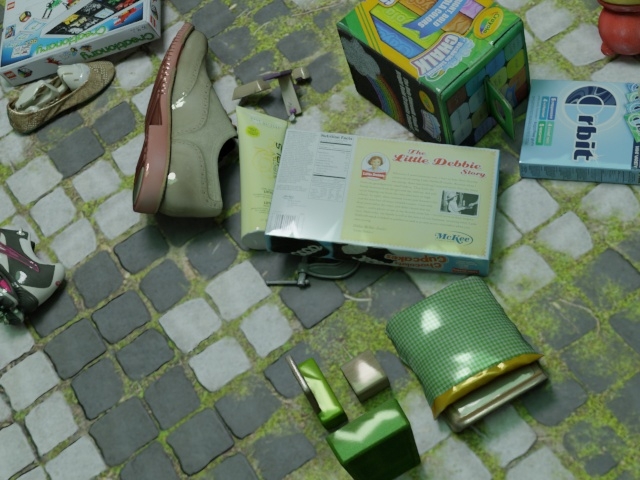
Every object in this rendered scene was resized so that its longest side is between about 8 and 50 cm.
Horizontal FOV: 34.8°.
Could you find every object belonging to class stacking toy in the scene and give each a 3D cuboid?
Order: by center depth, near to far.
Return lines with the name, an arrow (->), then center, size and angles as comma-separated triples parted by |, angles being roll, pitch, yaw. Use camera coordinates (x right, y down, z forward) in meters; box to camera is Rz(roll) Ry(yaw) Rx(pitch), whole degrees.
stacking toy -> 0.570, -0.395, 1.592 | 0.309, 0.130, 0.279 | -3, 34, 10

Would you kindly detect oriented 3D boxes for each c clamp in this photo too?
c clamp -> 0.000, 0.000, 1.532 | 0.137, 0.022, 0.160 | 6, 63, 18

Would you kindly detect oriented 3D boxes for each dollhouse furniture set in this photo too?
dollhouse furniture set -> 0.125, 0.157, 1.331 | 0.302, 0.151, 0.197 | -30, 58, -4
dollhouse furniture set -> -0.077, -0.231, 1.695 | 0.114, 0.091, 0.081 | -13, 98, 33

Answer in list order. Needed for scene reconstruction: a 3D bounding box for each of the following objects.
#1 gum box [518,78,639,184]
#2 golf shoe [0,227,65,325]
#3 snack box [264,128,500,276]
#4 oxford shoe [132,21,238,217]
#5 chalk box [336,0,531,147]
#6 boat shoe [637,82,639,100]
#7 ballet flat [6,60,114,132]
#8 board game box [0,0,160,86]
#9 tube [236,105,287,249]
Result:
gum box -> 0.396, -0.163, 1.510 | 0.185, 0.041, 0.156 | 6, 62, 17
golf shoe -> -0.522, 0.021, 1.627 | 0.120, 0.105, 0.273 | -38, 63, -27
snack box -> 0.093, -0.058, 1.492 | 0.322, 0.060, 0.187 | 7, 63, 8
oxford shoe -> -0.208, -0.190, 1.659 | 0.147, 0.140, 0.396 | 14, 54, -14
chalk box -> 0.196, -0.259, 1.539 | 0.179, 0.180, 0.289 | -44, 61, -11
boat shoe -> 0.562, -0.177, 1.448 | 0.228, 0.069, 0.081 | 27, 110, 18
ballet flat -> -0.454, -0.261, 1.776 | 0.206, 0.067, 0.073 | -36, 57, -8
board game box -> -0.432, -0.406, 1.839 | 0.306, 0.053, 0.192 | -14, 59, 16
tube -> -0.093, -0.103, 1.590 | 0.062, 0.070, 0.240 | -11, 58, 16
